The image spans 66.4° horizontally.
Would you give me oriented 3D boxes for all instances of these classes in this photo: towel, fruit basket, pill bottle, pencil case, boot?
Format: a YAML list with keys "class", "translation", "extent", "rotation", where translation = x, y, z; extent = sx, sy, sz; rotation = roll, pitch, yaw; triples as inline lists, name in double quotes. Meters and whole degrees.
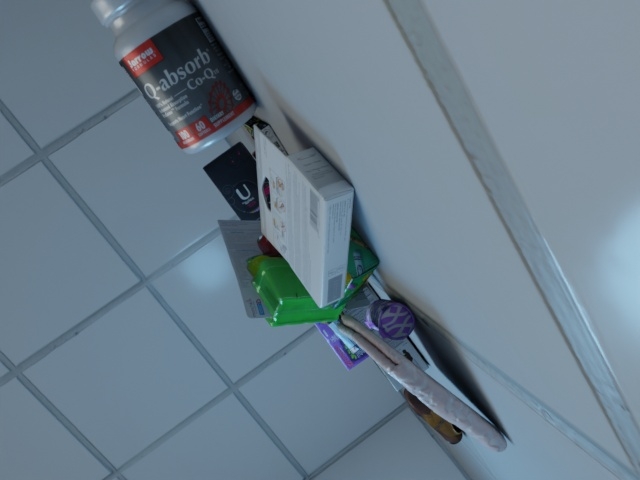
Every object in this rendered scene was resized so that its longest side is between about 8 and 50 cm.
- class: "towel"
  translation: [0.209, 0.305, 1.080]
  extent: [0.332, 0.053, 0.317]
  rotation: [38, 175, -21]
- class: "fruit basket"
  translation: [-0.081, 0.065, 1.290]
  extent: [0.353, 0.327, 0.165]
  rotation: [56, 139, 46]
- class: "pill bottle"
  translation: [-0.324, -0.397, 1.101]
  extent: [0.363, 0.210, 0.210]
  rotation: [56, 175, -23]
- class: "pencil case"
  translation: [0.159, 0.185, 1.148]
  extent: [0.086, 0.088, 0.206]
  rotation: [45, 176, 2]
- class: "boot"
  translation: [0.375, 0.572, 1.667]
  extent: [0.264, 0.096, 0.280]
  rotation: [52, 174, 33]

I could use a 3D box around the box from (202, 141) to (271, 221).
- class: "box"
  translation: [-0.269, -0.197, 1.752]
  extent: [0.270, 0.165, 0.143]
  rotation: [54, -179, -11]

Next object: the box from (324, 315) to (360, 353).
- class: "box"
  translation: [0.102, 0.253, 1.643]
  extent: [0.159, 0.044, 0.233]
  rotation: [48, -153, -1]

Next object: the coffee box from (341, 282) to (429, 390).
- class: "coffee box"
  translation: [0.176, 0.284, 1.461]
  extent: [0.297, 0.119, 0.168]
  rotation: [54, 176, 11]

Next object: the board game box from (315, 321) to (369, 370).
- class: "board game box"
  translation: [0.090, 0.286, 1.800]
  extent: [0.347, 0.208, 0.056]
  rotation: [56, 175, -13]

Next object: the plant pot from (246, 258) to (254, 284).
- class: "plant pot"
  translation: [-0.114, 0.094, 1.574]
  extent: [0.271, 0.255, 0.272]
  rotation: [175, 90, -84]

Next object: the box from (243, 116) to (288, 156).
- class: "box"
  translation: [-0.146, -0.267, 1.306]
  extent: [0.114, 0.036, 0.207]
  rotation: [57, 175, -27]

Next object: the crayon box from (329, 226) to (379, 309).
- class: "crayon box"
  translation: [0.000, 0.000, 1.119]
  extent: [0.278, 0.081, 0.165]
  rotation: [53, 151, 18]

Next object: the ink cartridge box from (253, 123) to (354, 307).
- class: "ink cartridge box"
  translation: [-0.039, -0.052, 0.971]
  extent: [0.261, 0.066, 0.296]
  rotation: [50, 152, 36]

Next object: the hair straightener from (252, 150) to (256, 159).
- class: "hair straightener"
  translation: [-0.186, -0.252, 1.716]
  extent: [0.089, 0.047, 0.230]
  rotation: [55, 175, 6]
